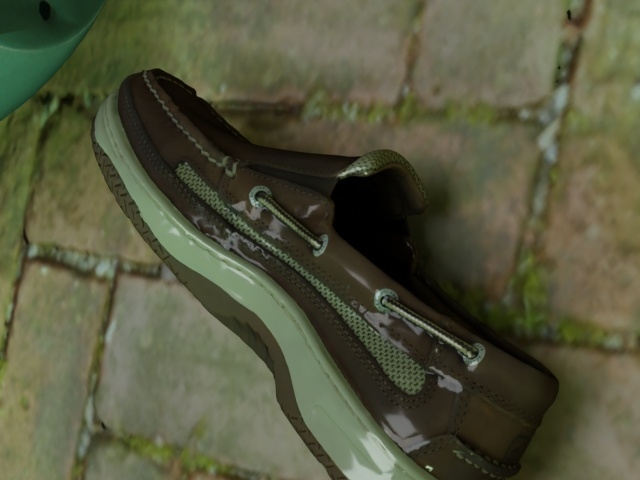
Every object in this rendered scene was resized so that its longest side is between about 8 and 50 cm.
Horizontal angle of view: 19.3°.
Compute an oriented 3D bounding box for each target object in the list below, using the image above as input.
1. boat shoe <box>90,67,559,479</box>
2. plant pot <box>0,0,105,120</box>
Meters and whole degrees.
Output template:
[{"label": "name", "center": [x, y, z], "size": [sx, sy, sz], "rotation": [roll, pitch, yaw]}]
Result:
[{"label": "boat shoe", "center": [0.005, 0.002, 0.755], "size": [0.095, 0.095, 0.257], "rotation": [-49, 57, 14]}, {"label": "plant pot", "center": [-0.238, -0.159, 0.895], "size": [0.235, 0.293, 0.293], "rotation": [-7, 79, 30]}]
